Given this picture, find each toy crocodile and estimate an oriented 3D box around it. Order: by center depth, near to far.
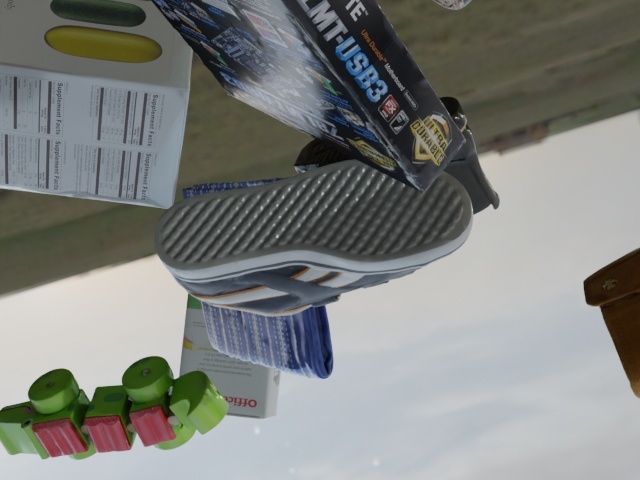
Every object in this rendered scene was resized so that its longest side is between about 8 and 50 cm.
[{"bbox_3d":[-0.278,0.233,1.530,0.340,0.115,0.105,-10,-148,15],"label":"toy crocodile"}]

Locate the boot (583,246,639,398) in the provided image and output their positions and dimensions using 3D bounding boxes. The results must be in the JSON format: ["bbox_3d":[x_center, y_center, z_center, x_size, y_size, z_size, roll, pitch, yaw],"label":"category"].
[{"bbox_3d":[0.314,-0.010,0.959,0.211,0.104,0.295,-24,-150,23],"label":"boot"}]

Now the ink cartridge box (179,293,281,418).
[{"bbox_3d":[-0.142,0.178,1.917,0.154,0.212,0.093,5,174,11],"label":"ink cartridge box"}]

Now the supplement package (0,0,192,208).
[{"bbox_3d":[-0.288,-0.187,1.379,0.263,0.199,0.198,7,138,-9],"label":"supplement package"}]

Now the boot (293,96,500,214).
[{"bbox_3d":[0.083,-0.065,1.264,0.198,0.137,0.077,-10,-142,31],"label":"boot"}]

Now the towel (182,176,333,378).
[{"bbox_3d":[-0.082,0.041,1.493,0.040,0.243,0.336,-12,-173,-28],"label":"towel"}]

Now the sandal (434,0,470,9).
[{"bbox_3d":[0.051,-0.412,1.618,0.107,0.446,0.167,-44,139,-2],"label":"sandal"}]

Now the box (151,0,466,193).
[{"bbox_3d":[-0.049,-0.191,0.998,0.295,0.293,0.073,32,-100,43],"label":"box"}]

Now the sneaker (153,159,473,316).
[{"bbox_3d":[0.000,0.000,1.212,0.321,0.126,0.127,-5,152,11],"label":"sneaker"}]
